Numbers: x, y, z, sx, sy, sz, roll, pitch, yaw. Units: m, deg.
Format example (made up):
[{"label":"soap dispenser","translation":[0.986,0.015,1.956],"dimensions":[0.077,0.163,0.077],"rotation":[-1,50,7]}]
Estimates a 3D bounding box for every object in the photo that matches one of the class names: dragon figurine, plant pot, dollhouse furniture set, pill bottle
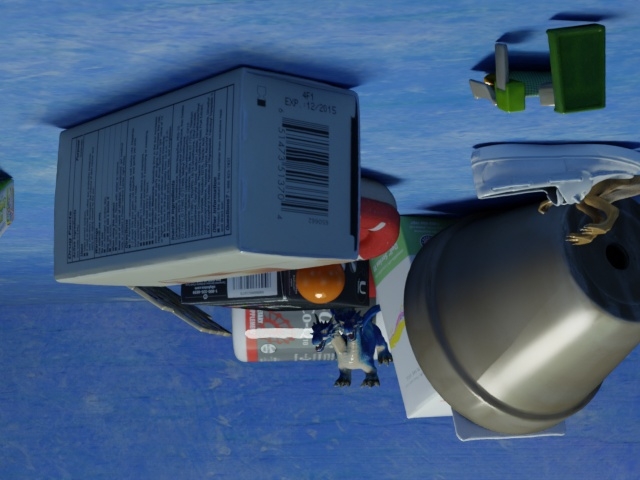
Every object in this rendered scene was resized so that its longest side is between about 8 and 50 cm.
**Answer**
[{"label":"dragon figurine","translation":[0.062,0.136,1.838],"dimensions":[0.085,0.144,0.289],"rotation":[0,-163,19]},{"label":"plant pot","translation":[0.316,0.072,1.598],"dimensions":[0.323,0.323,0.280],"rotation":[2,157,-27]},{"label":"dollhouse furniture set","translation":[0.162,-0.131,0.873],"dimensions":[0.076,0.058,0.152],"rotation":[-8,-167,-6]},{"label":"pill bottle","translation":[0.027,0.108,2.095],"dimensions":[0.363,0.210,0.210],"rotation":[-1,173,-2]}]

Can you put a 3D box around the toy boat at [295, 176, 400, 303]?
[{"label":"toy boat","translation":[0.000,0.000,1.412],"dimensions":[0.151,0.151,0.231],"rotation":[-5,172,33]}]

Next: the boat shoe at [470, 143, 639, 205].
[{"label":"boat shoe","translation":[0.251,-0.067,1.246],"dimensions":[0.184,0.063,0.066],"rotation":[1,173,-12]}]

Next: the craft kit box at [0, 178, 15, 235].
[{"label":"craft kit box","translation":[-0.468,-0.025,1.261],"dimensions":[0.246,0.061,0.250],"rotation":[-3,-168,-5]}]

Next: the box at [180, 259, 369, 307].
[{"label":"box","translation":[-0.057,0.023,1.638],"dimensions":[0.165,0.143,0.270],"rotation":[-4,173,26]}]

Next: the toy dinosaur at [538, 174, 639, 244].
[{"label":"toy dinosaur","translation":[0.308,-0.056,1.292],"dimensions":[0.211,0.112,0.064],"rotation":[3,162,18]}]

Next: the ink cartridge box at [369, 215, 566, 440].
[{"label":"ink cartridge box","translation":[0.215,0.147,1.767],"dimensions":[0.207,0.353,0.119],"rotation":[3,150,-28]}]

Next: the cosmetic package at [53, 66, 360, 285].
[{"label":"cosmetic package","translation":[-0.108,-0.043,1.041],"dimensions":[0.129,0.153,0.296],"rotation":[6,172,-40]}]

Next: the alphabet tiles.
[{"label":"alphabet tiles","translation":[-0.287,0.076,1.970],"dimensions":[0.285,0.011,0.342],"rotation":[32,178,9]}]
